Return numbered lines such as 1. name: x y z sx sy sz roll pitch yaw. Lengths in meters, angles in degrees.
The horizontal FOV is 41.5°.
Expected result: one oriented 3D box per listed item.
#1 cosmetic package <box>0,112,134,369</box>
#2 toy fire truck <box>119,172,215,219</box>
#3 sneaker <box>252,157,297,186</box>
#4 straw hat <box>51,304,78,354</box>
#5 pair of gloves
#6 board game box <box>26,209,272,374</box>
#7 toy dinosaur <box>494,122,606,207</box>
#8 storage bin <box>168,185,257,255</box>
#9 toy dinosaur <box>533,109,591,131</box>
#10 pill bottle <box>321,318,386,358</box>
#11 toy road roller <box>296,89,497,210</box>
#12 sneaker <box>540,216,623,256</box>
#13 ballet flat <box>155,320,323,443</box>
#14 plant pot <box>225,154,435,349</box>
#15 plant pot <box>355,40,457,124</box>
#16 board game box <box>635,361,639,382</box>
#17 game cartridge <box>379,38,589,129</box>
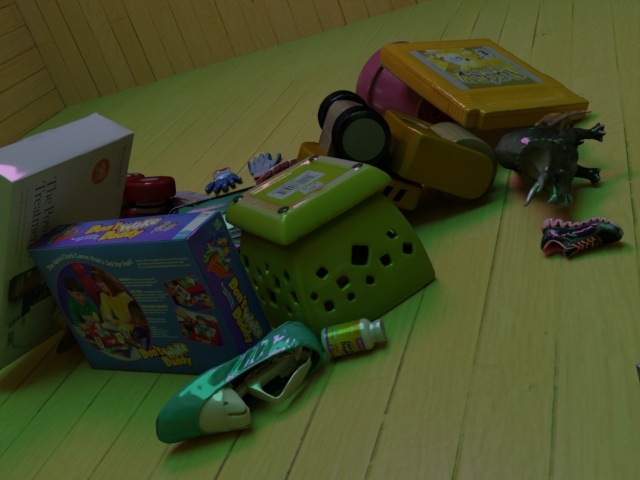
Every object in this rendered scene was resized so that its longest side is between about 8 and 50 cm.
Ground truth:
1. cosmetic package: -0.462 0.001 1.423 0.097 0.377 0.284 26 32 14
2. toy fire truck: -0.304 -0.059 1.749 0.254 0.169 0.302 -14 16 -38
3. sneaker: -0.005 -0.115 1.681 0.299 0.121 0.112 -27 -6 -12
4. straw hat: -0.423 0.123 1.445 0.144 0.061 0.144 -53 -5 -6
5. pair of gloves: -0.186 -0.166 2.035 0.198 0.023 0.159 -21 23 1
6. board game box: -0.255 0.084 1.266 0.347 0.233 0.078 -3 29 35
7. toy dinosaur: 0.357 -0.147 1.384 0.160 0.121 0.313 3 19 -15
8. storage bin: -0.167 -0.008 1.492 0.180 0.084 0.122 -16 57 -15
9. toy dinosaur: 0.409 -0.205 1.490 0.112 0.064 0.211 -41 -6 15
10. pill bottle: 0.046 0.131 1.149 0.083 0.043 0.043 -15 23 14
11. toy road roller: 0.118 -0.108 1.491 0.329 0.241 0.202 14 17 -15
12. sneaker: 0.363 0.000 1.186 0.119 0.047 0.057 -3 49 40
13. ballet flat: -0.096 0.192 1.095 0.247 0.083 0.087 -33 40 -23
14. plant pot: 0.000 0.000 1.273 0.228 0.207 0.227 -32 26 -22
15. plant pot: 0.207 -0.312 1.837 0.201 0.201 0.180 -28 39 -17
16. board game box: 0.411 0.138 0.846 0.103 0.026 0.154 -27 24 -16
17. game cartridge: 0.317 -0.315 1.666 0.285 0.053 0.324 -10 36 -28
